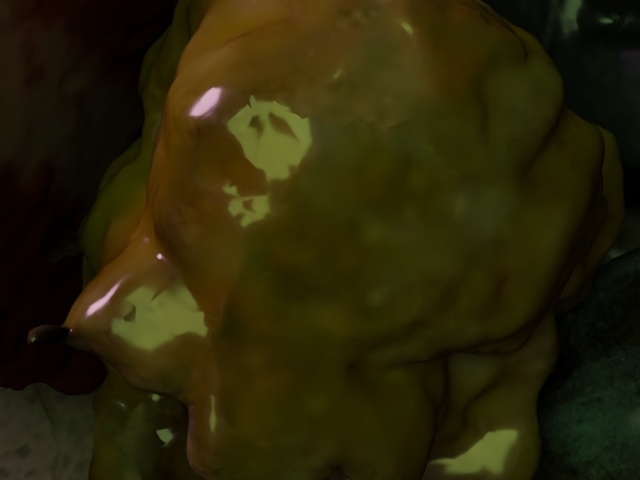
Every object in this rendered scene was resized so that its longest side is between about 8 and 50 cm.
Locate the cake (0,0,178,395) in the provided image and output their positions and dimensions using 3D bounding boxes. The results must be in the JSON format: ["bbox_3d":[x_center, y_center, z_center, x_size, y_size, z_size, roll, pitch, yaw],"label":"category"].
[{"bbox_3d":[-0.158,-0.135,0.792,0.269,0.270,0.319,30,85,19],"label":"cake"}]

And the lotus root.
[{"bbox_3d":[0.132,0.057,0.763,0.192,0.088,0.113,-20,58,15],"label":"lotus root"}]

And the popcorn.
[{"bbox_3d":[0.002,0.004,0.719,0.191,0.190,0.253,30,92,-19],"label":"popcorn"}]

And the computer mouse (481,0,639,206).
[{"bbox_3d":[0.141,-0.081,0.798,0.270,0.086,0.137,7,84,27],"label":"computer mouse"}]
